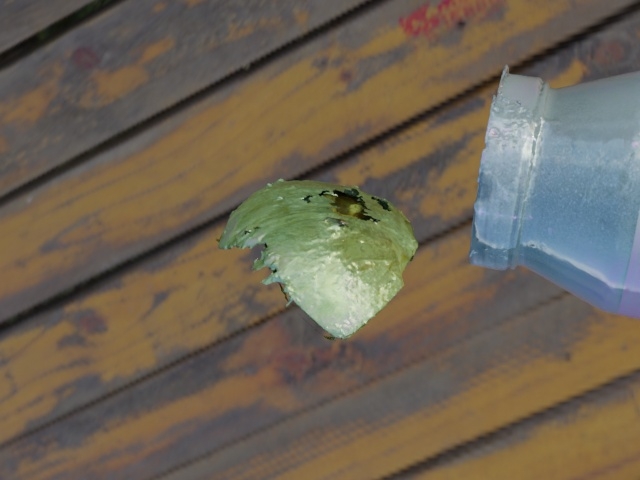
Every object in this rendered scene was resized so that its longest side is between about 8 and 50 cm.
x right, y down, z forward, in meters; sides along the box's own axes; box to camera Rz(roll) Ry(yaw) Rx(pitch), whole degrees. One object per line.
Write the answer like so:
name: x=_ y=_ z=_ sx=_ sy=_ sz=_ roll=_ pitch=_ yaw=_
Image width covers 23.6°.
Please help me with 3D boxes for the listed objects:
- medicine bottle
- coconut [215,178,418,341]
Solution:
medicine bottle: x=0.300 y=-0.050 z=1.476 sx=0.290 sy=0.245 sz=0.245 roll=11 pitch=115 yaw=10
coconut: x=0.003 y=-0.002 z=0.994 sx=0.133 sy=0.158 sz=0.055 roll=17 pitch=119 yaw=-10
